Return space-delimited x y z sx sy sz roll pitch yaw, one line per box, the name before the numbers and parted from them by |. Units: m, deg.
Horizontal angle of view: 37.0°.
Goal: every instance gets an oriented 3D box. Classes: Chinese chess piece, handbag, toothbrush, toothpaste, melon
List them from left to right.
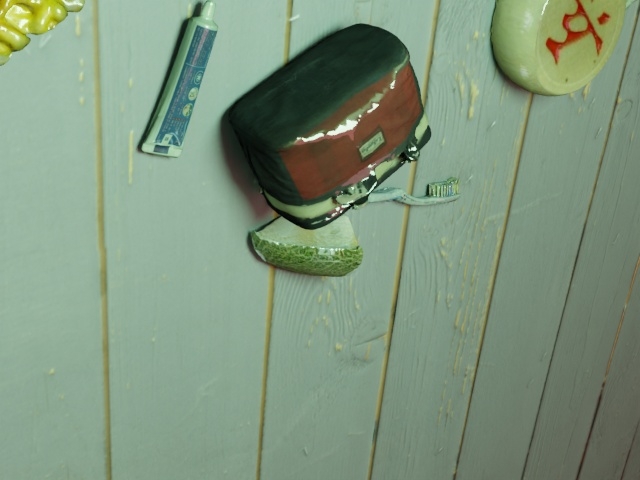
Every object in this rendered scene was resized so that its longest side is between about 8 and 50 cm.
toothpaste | -0.161 -0.191 1.134 0.057 0.035 0.197 6 113 -42
melon | 0.002 0.004 1.374 0.202 0.139 0.093 14 84 -49
handbag | 0.025 -0.141 1.247 0.254 0.181 0.181 -40 136 -16
toothbrush | 0.082 -0.065 1.468 0.413 0.035 0.042 -8 100 -43
Chinese chess piece | 0.383 -0.357 1.535 0.249 0.103 0.250 -23 128 -32

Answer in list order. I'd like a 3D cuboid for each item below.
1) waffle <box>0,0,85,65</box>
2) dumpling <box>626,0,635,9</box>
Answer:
waffle | -0.341 -0.296 0.856 0.329 0.062 0.329 -24 130 -32
dumpling | 0.568 -0.512 1.614 0.179 0.131 0.252 -55 158 -38
